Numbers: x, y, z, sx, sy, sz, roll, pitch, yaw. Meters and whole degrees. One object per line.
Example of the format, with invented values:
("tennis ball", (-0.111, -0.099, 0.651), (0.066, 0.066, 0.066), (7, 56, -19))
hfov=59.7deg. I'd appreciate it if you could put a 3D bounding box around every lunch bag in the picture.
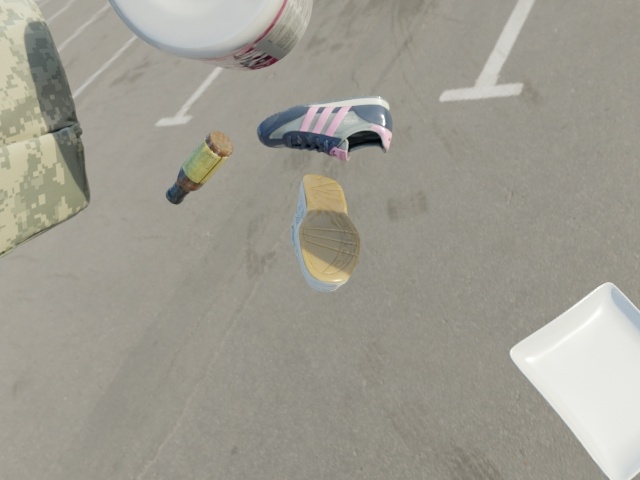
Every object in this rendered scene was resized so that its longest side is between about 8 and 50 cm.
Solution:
("lunch bag", (-0.378, -0.113, 0.496), (0.212, 0.256, 0.305), (10, 24, 18))

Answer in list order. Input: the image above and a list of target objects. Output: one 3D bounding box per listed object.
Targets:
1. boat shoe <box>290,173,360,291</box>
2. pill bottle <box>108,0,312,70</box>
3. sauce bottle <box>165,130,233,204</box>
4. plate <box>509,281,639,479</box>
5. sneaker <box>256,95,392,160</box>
("boat shoe", (0.000, 0.000, 0.898), (0.277, 0.098, 0.096), (-92, 20, -55))
("pill bottle", (-0.091, -0.258, 0.566), (0.160, 0.160, 0.283), (-26, 11, 11))
("sauce bottle", (-0.170, -0.096, 0.763), (0.128, 0.042, 0.042), (-38, 34, 30))
("plate", (0.529, 0.252, 1.023), (0.278, 0.045, 0.277), (-29, 66, -17))
("sneaker", (0.010, -0.241, 1.285), (0.318, 0.112, 0.131), (-10, 68, 7))
